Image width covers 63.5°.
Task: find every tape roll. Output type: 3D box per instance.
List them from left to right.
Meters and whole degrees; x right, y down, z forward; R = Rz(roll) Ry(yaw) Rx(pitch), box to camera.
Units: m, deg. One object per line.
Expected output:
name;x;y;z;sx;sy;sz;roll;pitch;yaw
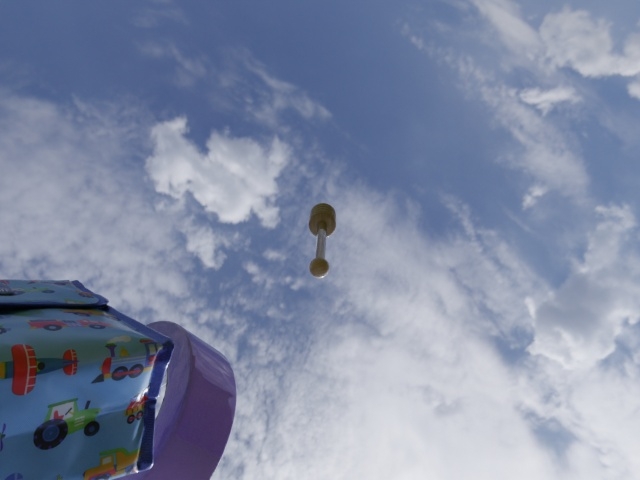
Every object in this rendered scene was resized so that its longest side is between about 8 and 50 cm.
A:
tape roll;-0.248;0.253;0.715;0.090;0.274;0.275;46;-135;-36

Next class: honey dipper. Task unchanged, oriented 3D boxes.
honey dipper;0.000;0.000;0.510;0.030;0.031;0.161;18;-159;-5

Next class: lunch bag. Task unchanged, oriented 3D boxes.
lunch bag;-0.310;0.102;0.486;0.220;0.138;0.293;3;-164;-43
